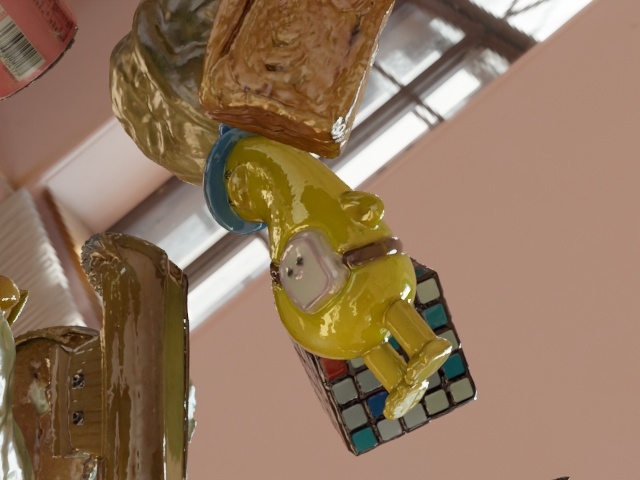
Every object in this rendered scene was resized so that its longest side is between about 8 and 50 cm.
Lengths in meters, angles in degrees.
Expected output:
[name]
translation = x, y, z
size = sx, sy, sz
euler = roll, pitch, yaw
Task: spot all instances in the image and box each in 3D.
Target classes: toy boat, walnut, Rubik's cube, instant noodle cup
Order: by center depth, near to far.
[toy boat]
translation = -0.187, 0.152, 0.915
size = 0.089, 0.122, 0.321
euler = 66, 22, -75
[instant noodle cup]
translation = -0.407, -0.288, 1.101
size = 0.255, 0.244, 0.244
euler = 54, -2, -39
[walnut]
translation = -0.122, -0.212, 1.282
size = 0.276, 0.253, 0.282
euler = 54, -37, 18
[Rubik's cube]
translation = 0.069, 0.137, 1.300
size = 0.182, 0.184, 0.187
euler = -145, -147, -73

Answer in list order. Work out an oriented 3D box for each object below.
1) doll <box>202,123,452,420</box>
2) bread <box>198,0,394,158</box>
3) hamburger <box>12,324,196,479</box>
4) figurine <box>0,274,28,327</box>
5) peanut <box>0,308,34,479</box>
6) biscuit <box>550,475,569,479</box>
[doll]
translation = 0.000, 0.000, 1.002
size = 0.145, 0.199, 0.363
euler = -14, 55, -40
[bread]
translation = -0.021, -0.160, 0.866
size = 0.149, 0.158, 0.143
euler = 13, -9, 1
[hamburger]
translation = -0.357, 0.269, 1.467
size = 0.277, 0.318, 0.195
euler = 32, 4, 26
[figurine]
translation = -0.528, 0.078, 1.430
size = 0.215, 0.215, 0.228
euler = 50, -27, 30
[peanut]
translation = -0.257, 0.117, 0.618
size = 0.143, 0.159, 0.291
euler = 18, -42, 7
[biscuit]
translation = 0.267, 0.292, 1.164
size = 0.087, 0.089, 0.027
euler = 5, 60, -40
